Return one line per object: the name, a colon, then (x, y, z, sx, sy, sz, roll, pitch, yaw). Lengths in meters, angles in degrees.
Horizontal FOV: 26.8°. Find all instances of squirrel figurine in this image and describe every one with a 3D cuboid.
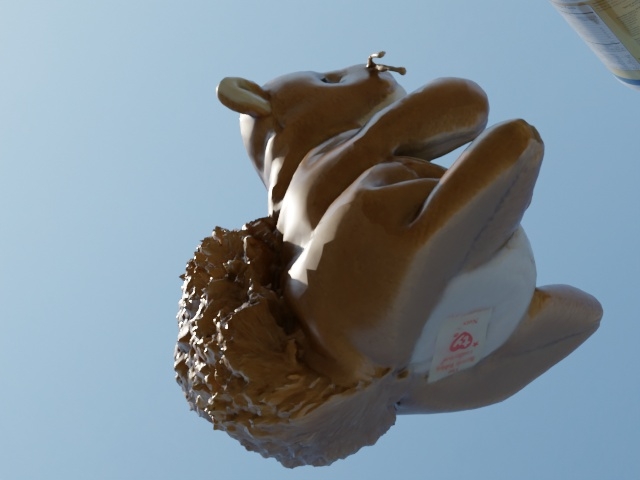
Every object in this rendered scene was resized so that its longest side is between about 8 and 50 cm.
squirrel figurine: (0.000, 0.000, 1.229, 0.397, 0.281, 0.370, -41, -132, 0)

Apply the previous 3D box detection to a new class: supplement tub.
supplement tub: (0.274, -0.239, 1.184, 0.144, 0.200, 0.144, -30, -141, 28)
